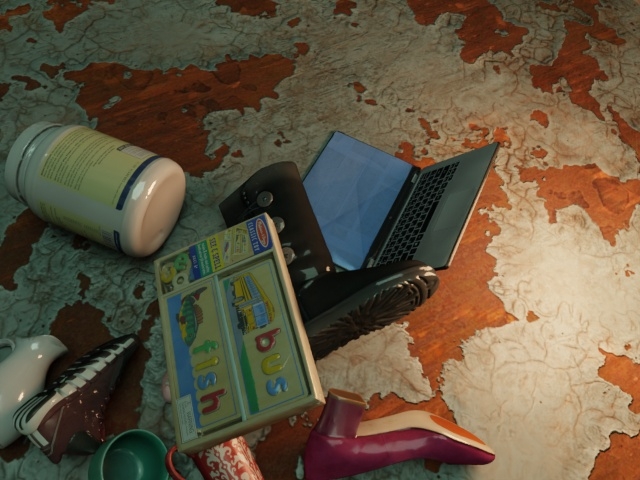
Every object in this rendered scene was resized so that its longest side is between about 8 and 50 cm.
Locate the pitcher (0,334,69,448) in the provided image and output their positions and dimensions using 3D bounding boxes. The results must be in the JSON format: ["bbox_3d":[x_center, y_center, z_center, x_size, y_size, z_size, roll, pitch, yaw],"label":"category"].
[{"bbox_3d":[-0.623,0.287,1.041,0.177,0.126,0.207,0,49,17],"label":"pitcher"}]

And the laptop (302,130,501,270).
[{"bbox_3d":[0.153,-0.123,1.285,0.236,0.407,0.382,42,60,-22],"label":"laptop"}]

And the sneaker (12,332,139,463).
[{"bbox_3d":[-0.447,0.321,1.056,0.281,0.106,0.163,-43,112,-48],"label":"sneaker"}]

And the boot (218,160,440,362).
[{"bbox_3d":[-0.002,0.001,1.164,0.366,0.146,0.446,-27,54,3],"label":"boot"}]

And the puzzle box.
[{"bbox_3d":[-0.172,0.165,1.026,0.271,0.052,0.409,-23,58,6],"label":"puzzle box"}]

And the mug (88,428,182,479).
[{"bbox_3d":[-0.352,0.437,0.984,0.158,0.097,0.129,55,40,-2],"label":"mug"}]

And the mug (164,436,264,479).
[{"bbox_3d":[-0.202,0.424,1.016,0.150,0.113,0.169,-31,73,-14],"label":"mug"}]

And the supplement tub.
[{"bbox_3d":[-0.500,-0.121,1.200,0.324,0.235,0.236,22,61,5],"label":"supplement tub"}]

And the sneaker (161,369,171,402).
[{"bbox_3d":[-0.299,0.266,1.107,0.050,0.070,0.135,15,62,-1],"label":"sneaker"}]

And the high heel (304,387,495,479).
[{"bbox_3d":[0.158,0.436,1.072,0.376,0.127,0.182,18,90,-1],"label":"high heel"}]
